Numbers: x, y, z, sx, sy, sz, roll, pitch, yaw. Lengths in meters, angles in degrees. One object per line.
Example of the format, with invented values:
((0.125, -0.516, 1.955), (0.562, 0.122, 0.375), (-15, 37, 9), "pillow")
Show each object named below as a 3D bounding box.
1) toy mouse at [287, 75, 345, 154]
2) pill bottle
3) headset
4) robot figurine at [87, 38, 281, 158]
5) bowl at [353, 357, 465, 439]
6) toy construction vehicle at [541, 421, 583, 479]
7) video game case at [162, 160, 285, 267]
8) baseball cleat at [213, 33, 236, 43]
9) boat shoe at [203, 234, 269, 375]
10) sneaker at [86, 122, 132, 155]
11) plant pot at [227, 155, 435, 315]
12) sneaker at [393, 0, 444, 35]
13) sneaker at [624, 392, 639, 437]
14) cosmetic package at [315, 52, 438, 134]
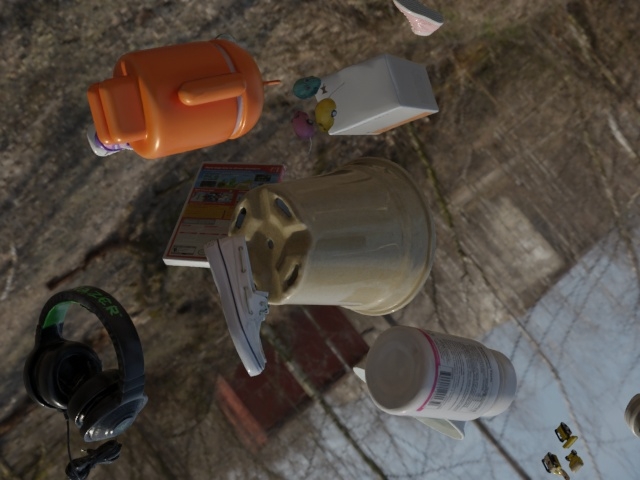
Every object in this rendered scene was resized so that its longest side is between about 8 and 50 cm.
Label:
((-0.029, -0.242, 1.417), (0.031, 0.143, 0.161), (-12, 130, -38), "toy mouse")
((0.233, 0.256, 1.465), (0.283, 0.160, 0.160), (16, 133, -40), "pill bottle")
((-0.413, 0.269, 1.434), (0.185, 0.243, 0.394), (-15, 124, -54), "headset")
((-0.162, -0.173, 0.934), (0.219, 0.128, 0.158), (-19, 155, -31), "robot figurine")
((0.233, 0.322, 1.793), (0.134, 0.298, 0.298), (-55, 178, -14), "bowl")
((0.456, 0.402, 1.443), (0.086, 0.035, 0.098), (-61, -157, 23), "toy construction vehicle")
((-0.206, -0.061, 1.704), (0.025, 0.204, 0.285), (72, 26, -50), "video game case")
((-0.208, -0.338, 1.611), (0.109, 0.072, 0.205), (-102, -160, -57), "baseball cleat")
((-0.117, 0.099, 1.232), (0.076, 0.226, 0.083), (-19, -178, -4), "boat shoe")
((-0.459, -0.272, 1.914), (0.105, 0.095, 0.236), (-12, -166, 29), "sneaker")
((0.000, 0.000, 1.525), (0.305, 0.333, 0.334), (-5, 150, -46), "plant pot")
((0.218, -0.527, 1.831), (0.070, 0.134, 0.051), (-42, -153, 57), "sneaker")
((0.595, 0.309, 1.140), (0.115, 0.281, 0.105), (-76, 176, -68), "sneaker")
((0.176, -0.420, 2.289), (0.230, 0.161, 0.453), (-18, 180, 23), "cosmetic package")
